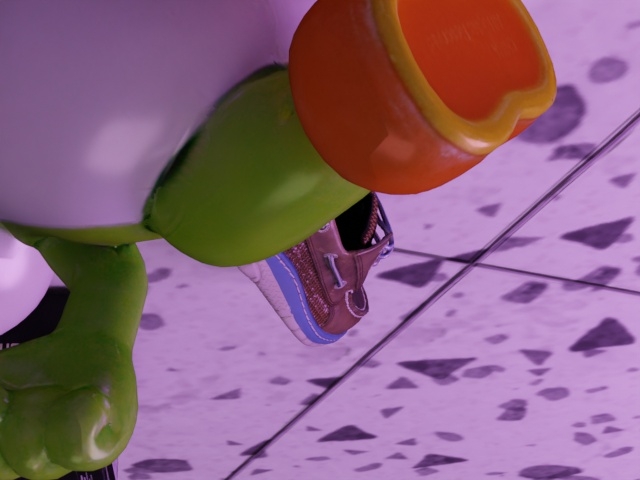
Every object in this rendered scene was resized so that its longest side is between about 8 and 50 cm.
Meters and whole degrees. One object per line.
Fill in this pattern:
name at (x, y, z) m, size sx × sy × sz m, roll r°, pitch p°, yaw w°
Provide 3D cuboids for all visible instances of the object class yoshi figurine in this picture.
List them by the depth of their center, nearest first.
yoshi figurine at (-0.124, -0.034, 0.429) m, size 0.362 × 0.203 × 0.203 m, roll -23°, pitch 129°, yaw 36°

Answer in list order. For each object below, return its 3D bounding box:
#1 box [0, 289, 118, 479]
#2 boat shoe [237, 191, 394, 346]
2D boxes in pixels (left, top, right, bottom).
box at (-0.197, 0.102, 0.758) m, size 0.147 × 0.077 × 0.180 m, roll -1°, pitch 151°, yaw -5°
boat shoe at (0.000, 0.000, 0.607) m, size 0.066 × 0.066 × 0.183 m, roll -25°, pitch 156°, yaw 8°
